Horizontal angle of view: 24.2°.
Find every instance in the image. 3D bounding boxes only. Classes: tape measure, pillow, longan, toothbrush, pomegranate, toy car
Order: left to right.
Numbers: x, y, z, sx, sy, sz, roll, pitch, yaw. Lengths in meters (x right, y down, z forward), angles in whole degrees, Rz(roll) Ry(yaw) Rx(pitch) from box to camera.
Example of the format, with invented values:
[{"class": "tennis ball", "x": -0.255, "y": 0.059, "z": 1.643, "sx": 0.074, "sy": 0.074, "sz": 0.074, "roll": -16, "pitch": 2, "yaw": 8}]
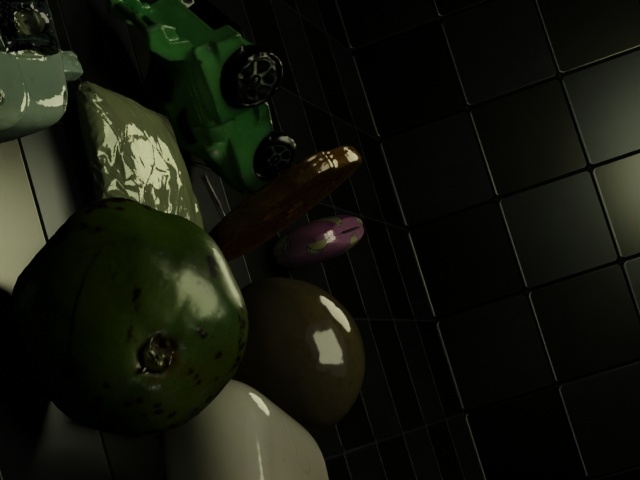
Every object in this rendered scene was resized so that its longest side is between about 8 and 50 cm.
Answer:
[{"class": "tape measure", "x": -0.362, "y": -0.222, "z": 1.541, "sx": 0.246, "sy": 0.125, "sz": 0.243, "roll": -21, "pitch": 95, "yaw": -69}, {"class": "pomegranate", "x": -0.206, "y": 0.074, "z": 1.588, "sx": 0.254, "sy": 0.254, "sz": 0.270, "roll": 63, "pitch": -4, "yaw": -31}, {"class": "pillow", "x": -0.227, "y": -0.064, "z": 1.995, "sx": 0.281, "sy": 0.076, "sz": 0.274, "roll": 19, "pitch": 55, "yaw": -72}, {"class": "toy car", "x": -0.173, "y": -0.223, "z": 2.207, "sx": 0.213, "sy": 0.176, "sz": 0.358, "roll": 44, "pitch": -25, "yaw": 42}, {"class": "toothbrush", "x": -0.166, "y": -0.065, "z": 2.388, "sx": 0.008, "sy": 0.006, "sz": 0.097, "roll": -109, "pitch": 175, "yaw": -64}, {"class": "longan", "x": -0.044, "y": 0.158, "z": 2.127, "sx": 0.248, "sy": 0.248, "sz": 0.248, "roll": -19, "pitch": 90, "yaw": -77}]

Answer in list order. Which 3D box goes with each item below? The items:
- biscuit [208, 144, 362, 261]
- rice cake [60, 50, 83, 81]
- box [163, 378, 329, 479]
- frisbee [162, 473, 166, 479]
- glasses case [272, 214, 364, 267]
[{"class": "biscuit", "x": -0.066, "y": -0.055, "z": 2.237, "sx": 0.049, "sy": 0.273, "sz": 0.257, "roll": 54, "pitch": 22, "yaw": 7}, {"class": "rice cake", "x": -0.345, "y": -0.207, "z": 1.785, "sx": 0.245, "sy": 0.045, "sz": 0.042, "roll": -23, "pitch": 93, "yaw": -76}, {"class": "box", "x": -0.070, "y": 0.345, "z": 1.716, "sx": 0.288, "sy": 0.141, "sz": 0.349, "roll": 49, "pitch": 27, "yaw": -57}, {"class": "frisbee", "x": -0.136, "y": 0.401, "z": 1.786, "sx": 0.289, "sy": 0.049, "sz": 0.289, "roll": -18, "pitch": 90, "yaw": -73}, {"class": "glasses case", "x": 0.000, "y": 0.000, "z": 2.712, "sx": 0.316, "sy": 0.123, "sz": 0.076, "roll": -19, "pitch": 89, "yaw": -76}]
